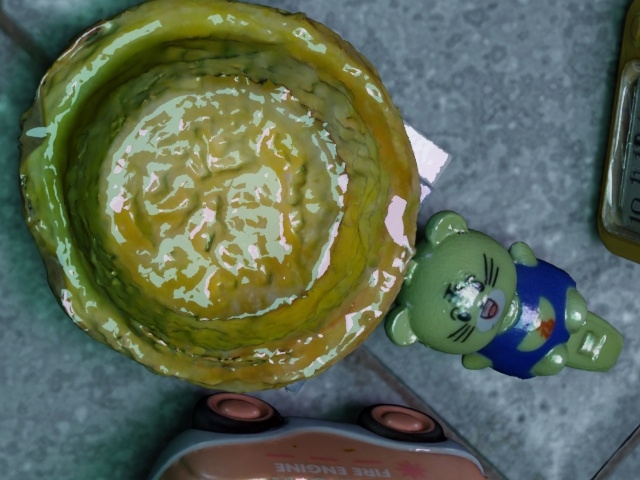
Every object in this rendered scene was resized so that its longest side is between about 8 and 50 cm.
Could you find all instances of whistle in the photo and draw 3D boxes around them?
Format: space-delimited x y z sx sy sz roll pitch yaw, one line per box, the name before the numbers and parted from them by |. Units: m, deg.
whistle | 0.140 0.054 1.279 0.227 0.085 0.105 23 94 -32

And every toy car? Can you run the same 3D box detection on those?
toy car | 0.005 0.231 1.196 0.270 0.212 0.181 6 108 -18

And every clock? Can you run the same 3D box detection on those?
clock | 0.280 -0.078 1.268 0.096 0.143 0.202 1 100 -24

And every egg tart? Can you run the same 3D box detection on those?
egg tart | -0.067 -0.033 1.157 0.288 0.118 0.288 0 92 -2

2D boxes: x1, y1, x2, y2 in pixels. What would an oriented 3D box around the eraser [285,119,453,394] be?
eraser | 0.000 0.000 1.250 0.092 0.046 0.212 34 90 -19
